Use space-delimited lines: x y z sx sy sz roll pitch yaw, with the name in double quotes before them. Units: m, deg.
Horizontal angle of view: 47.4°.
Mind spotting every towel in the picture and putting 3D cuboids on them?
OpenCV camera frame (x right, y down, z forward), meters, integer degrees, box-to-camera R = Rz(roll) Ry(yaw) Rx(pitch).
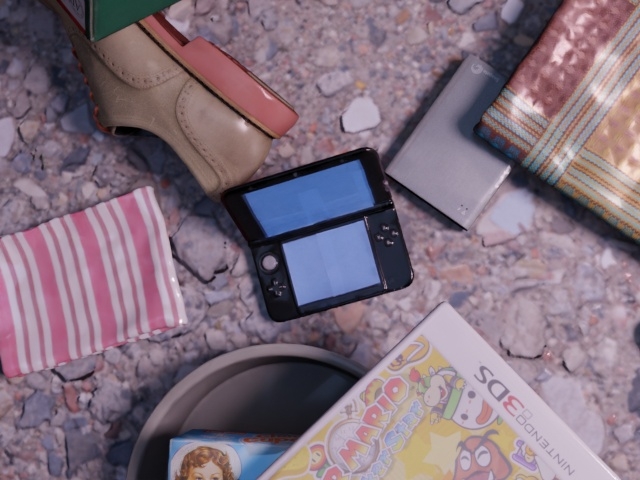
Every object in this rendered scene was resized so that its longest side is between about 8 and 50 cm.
"towel" -0.237 0.042 0.717 0.197 0.029 0.144 -18 84 7
"towel" 0.356 -0.099 0.604 0.370 0.040 0.271 35 97 5

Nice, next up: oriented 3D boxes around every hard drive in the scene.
"hard drive" 0.136 -0.090 0.670 0.094 0.022 0.135 36 92 10

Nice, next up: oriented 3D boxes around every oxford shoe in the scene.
"oxford shoe" -0.193 -0.170 0.680 0.348 0.123 0.130 37 98 11

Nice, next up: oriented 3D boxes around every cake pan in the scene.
"cake pan" -0.030 0.238 0.658 0.293 0.054 0.293 -1 86 9

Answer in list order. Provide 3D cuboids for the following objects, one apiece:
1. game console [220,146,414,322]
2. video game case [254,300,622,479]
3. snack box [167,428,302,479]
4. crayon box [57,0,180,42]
"game console" 0.000 0.000 0.653 0.144 0.085 0.124 -16 84 8
"video game case" 0.083 0.196 0.541 0.227 0.026 0.206 -44 78 2
"snack box" 0.035 0.257 0.587 0.322 0.060 0.187 0 85 9
"crayon box" -0.169 -0.391 0.632 0.313 0.106 0.363 -35 80 -26
